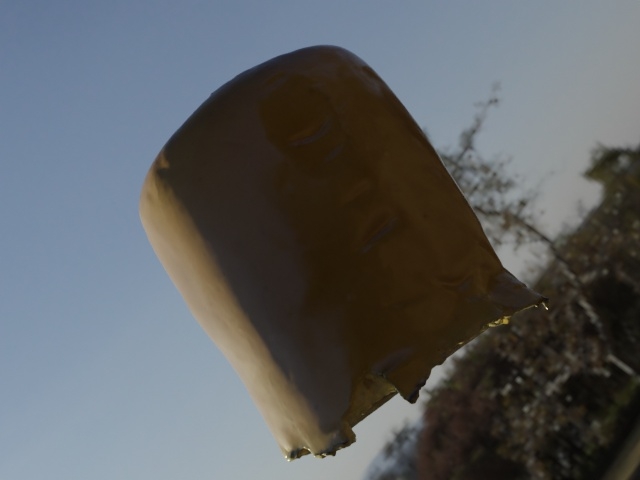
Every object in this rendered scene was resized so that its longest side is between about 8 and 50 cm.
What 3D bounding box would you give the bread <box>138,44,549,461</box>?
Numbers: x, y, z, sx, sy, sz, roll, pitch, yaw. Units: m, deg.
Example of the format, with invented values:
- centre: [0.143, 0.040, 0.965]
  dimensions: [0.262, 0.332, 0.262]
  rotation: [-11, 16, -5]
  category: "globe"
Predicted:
- centre: [-0.001, 0.000, 0.538]
  dimensions: [0.134, 0.173, 0.085]
  rotation: [-37, -15, 2]
  category: "bread"
